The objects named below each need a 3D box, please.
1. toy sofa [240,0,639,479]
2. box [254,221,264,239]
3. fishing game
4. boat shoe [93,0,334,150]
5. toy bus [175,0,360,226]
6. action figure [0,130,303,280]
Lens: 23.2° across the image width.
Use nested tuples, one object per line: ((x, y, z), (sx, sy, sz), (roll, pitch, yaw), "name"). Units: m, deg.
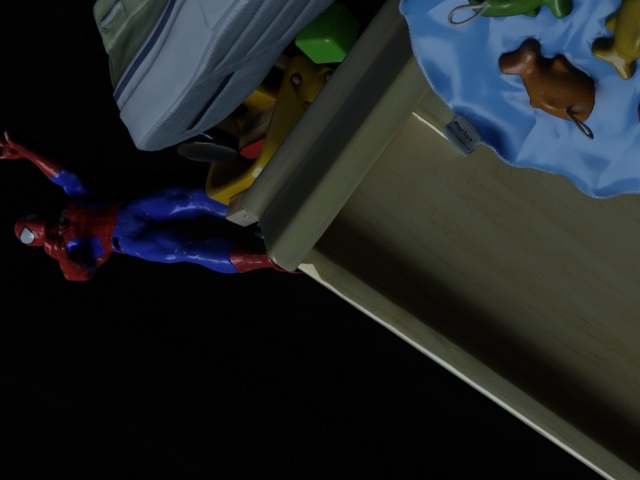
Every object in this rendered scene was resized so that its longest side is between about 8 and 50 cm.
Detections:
((0.146, 0.028, 0.823), (0.363, 0.150, 0.177), (34, -172, -12), "toy sofa")
((0.000, 0.000, 1.230), (0.083, 0.018, 0.067), (30, 155, -34), "box")
((0.115, -0.083, 0.635), (0.264, 0.041, 0.189), (34, 137, -7), "fishing game")
((-0.051, -0.141, 0.788), (0.094, 0.109, 0.302), (59, 146, 5), "boat shoe")
((-0.028, -0.059, 0.973), (0.202, 0.104, 0.191), (7, 158, 20), "toy bus")
((-0.154, -0.023, 1.179), (0.280, 0.091, 0.139), (-4, 159, 38), "action figure")
